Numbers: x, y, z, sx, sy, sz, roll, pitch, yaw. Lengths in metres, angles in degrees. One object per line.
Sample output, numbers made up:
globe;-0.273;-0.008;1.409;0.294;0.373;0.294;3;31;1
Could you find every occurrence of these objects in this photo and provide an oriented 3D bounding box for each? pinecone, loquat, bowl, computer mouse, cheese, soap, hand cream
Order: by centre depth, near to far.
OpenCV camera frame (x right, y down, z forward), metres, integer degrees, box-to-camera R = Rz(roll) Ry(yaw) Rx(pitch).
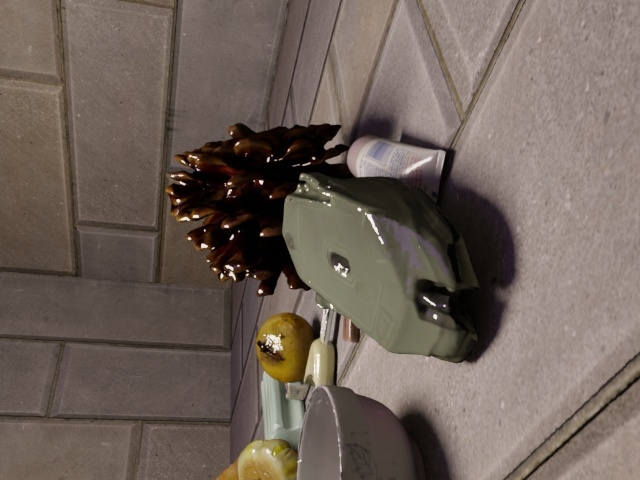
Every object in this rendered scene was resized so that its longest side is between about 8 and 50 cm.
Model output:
computer mouse;0.090;0.017;0.935;0.429;0.146;0.228;29;130;56
bowl;0.060;0.359;0.957;0.287;0.144;0.286;-175;90;-77
hand cream;0.126;-0.107;1.036;0.248;0.083;0.133;-133;43;-59
pinecone;-0.088;-0.068;1.295;0.398;0.398;0.397;-175;90;-77
cheese;0.006;0.236;1.457;0.127;0.050;0.234;-135;53;-77
loquat;-0.078;0.265;1.618;0.172;0.150;0.204;71;-164;12
soap;-0.103;0.447;1.768;0.265;0.088;0.159;-102;21;-54

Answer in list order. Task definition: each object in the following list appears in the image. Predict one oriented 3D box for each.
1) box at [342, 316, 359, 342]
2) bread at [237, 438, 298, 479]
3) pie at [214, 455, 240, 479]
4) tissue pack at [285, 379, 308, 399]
box;0.062;0.145;1.302;0.048;0.025;0.115;159;115;-78
bread;-0.111;0.578;1.603;0.213;0.105;0.213;10;105;40
pie;-0.213;0.702;1.790;0.339;0.083;0.339;-40;14;13
tissue pack;-0.063;0.355;1.696;0.094;0.059;0.074;-98;16;-46
